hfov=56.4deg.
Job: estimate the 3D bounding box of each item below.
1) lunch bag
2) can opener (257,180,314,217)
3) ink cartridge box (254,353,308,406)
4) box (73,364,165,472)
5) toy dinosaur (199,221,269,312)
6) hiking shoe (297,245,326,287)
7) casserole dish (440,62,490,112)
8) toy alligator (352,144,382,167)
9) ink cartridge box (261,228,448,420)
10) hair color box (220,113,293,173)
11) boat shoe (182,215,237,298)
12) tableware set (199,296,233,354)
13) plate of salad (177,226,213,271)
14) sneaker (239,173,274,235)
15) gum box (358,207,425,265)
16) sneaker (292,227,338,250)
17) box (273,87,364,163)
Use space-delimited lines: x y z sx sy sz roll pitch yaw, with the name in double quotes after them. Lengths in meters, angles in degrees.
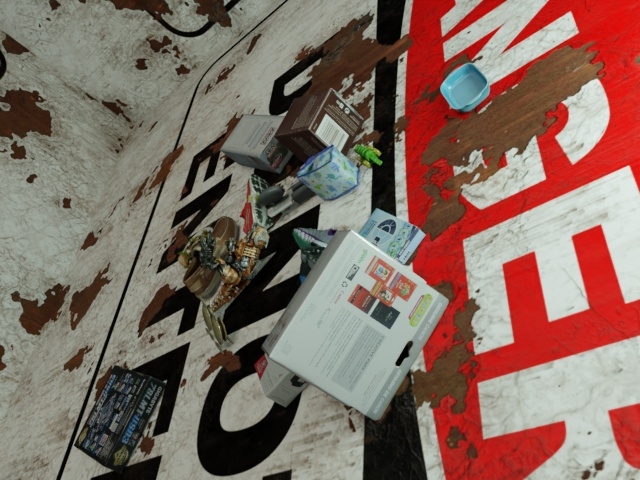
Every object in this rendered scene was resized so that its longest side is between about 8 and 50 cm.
0.021 -0.192 1.775 0.151 0.129 0.096 -31 33 33 "lunch bag"
-0.077 -0.164 1.914 0.280 0.093 0.074 -28 41 24 "can opener"
-0.068 0.296 1.465 0.175 0.072 0.127 -48 32 8 "ink cartridge box"
-0.658 0.568 1.942 0.293 0.073 0.295 -5 55 50 "box"
-0.282 0.082 1.883 0.322 0.164 0.218 -47 47 -4 "toy dinosaur"
0.043 0.133 1.484 0.304 0.113 0.132 47 133 48 "hiking shoe"
0.392 -0.407 1.606 0.114 0.037 0.188 -40 34 20 "casserole dish"
0.127 -0.266 1.787 0.056 0.051 0.189 -49 32 4 "toy alligator"
0.075 0.178 1.274 0.309 0.272 0.130 -56 10 -8 "ink cartridge box"
-0.227 -0.376 2.284 0.185 0.114 0.374 -57 32 -7 "hair color box"
-0.382 0.040 2.067 0.123 0.116 0.324 -20 45 41 "boat shoe"
-0.318 0.250 1.820 0.039 0.128 0.194 -16 22 -22 "tableware set"
-0.479 0.028 2.267 0.200 0.048 0.199 -33 36 28 "plate of salad"
-0.233 -0.123 2.057 0.118 0.107 0.279 -40 34 28 "sneaker"
0.153 0.013 1.492 0.157 0.041 0.184 -54 31 -3 "gum box"
0.000 0.000 1.691 0.098 0.083 0.224 -29 25 -17 "sneaker"
-0.006 -0.365 1.940 0.203 0.168 0.167 3 61 52 "box"
